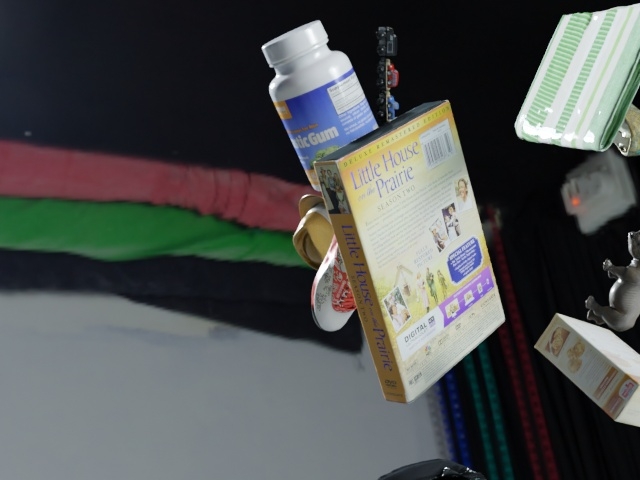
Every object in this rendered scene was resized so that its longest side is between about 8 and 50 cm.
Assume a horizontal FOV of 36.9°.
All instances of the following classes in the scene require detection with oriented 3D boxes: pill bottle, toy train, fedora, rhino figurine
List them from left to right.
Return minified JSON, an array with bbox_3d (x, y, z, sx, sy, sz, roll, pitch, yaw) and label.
[{"bbox_3d":[0.000,0.000,1.964,0.079,0.194,0.194,-38,-10,-29],"label":"fedora"},{"bbox_3d":[0.002,-0.236,1.676,0.152,0.272,0.152,-24,16,7],"label":"pill bottle"},{"bbox_3d":[0.107,-0.260,1.521,0.036,0.027,0.158,-1,-64,2],"label":"toy train"},{"bbox_3d":[0.660,0.082,2.052,0.106,0.243,0.073,30,13,37],"label":"rhino figurine"}]

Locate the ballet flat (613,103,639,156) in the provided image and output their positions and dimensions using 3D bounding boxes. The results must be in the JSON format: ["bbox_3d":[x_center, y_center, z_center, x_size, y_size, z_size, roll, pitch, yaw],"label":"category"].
[{"bbox_3d":[0.713,-0.325,2.412,0.123,0.348,0.123,-18,-44,-18],"label":"ballet flat"}]

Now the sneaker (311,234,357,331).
[{"bbox_3d":[0.065,0.080,1.800,0.090,0.145,0.270,3,-66,-29],"label":"sneaker"}]

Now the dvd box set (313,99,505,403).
[{"bbox_3d":[0.160,0.013,1.590,0.062,0.420,0.307,-1,23,44],"label":"dvd box set"}]

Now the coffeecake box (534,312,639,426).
[{"bbox_3d":[0.437,0.198,1.437,0.142,0.185,0.068,18,-72,-37],"label":"coffeecake box"}]

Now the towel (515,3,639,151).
[{"bbox_3d":[0.433,-0.266,1.567,0.038,0.248,0.325,24,3,-16],"label":"towel"}]

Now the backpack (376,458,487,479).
[{"bbox_3d":[0.098,0.301,0.942,0.182,0.152,0.115,-31,-61,-16],"label":"backpack"}]
